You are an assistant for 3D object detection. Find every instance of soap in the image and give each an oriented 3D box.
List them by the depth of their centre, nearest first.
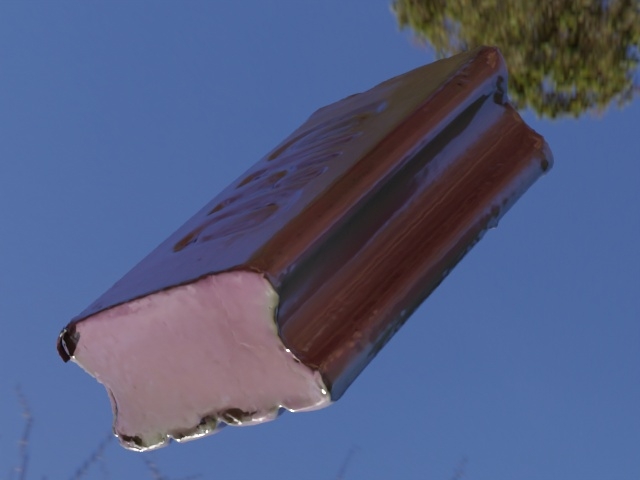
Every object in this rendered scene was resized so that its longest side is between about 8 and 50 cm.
[{"bbox_3d":[0.000,0.000,0.713,0.122,0.203,0.065,-18,-72,41],"label":"soap"}]
